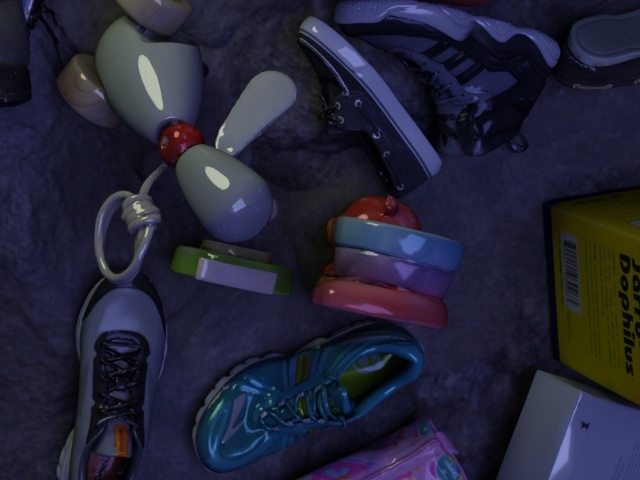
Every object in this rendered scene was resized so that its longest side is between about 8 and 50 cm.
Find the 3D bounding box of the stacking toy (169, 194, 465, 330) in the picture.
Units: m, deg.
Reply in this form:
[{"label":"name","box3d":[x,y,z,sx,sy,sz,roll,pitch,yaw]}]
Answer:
[{"label":"stacking toy","box3d":[0.000,0.000,1.846,0.280,0.309,0.130,12,88,-9]}]

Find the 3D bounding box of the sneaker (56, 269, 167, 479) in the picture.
[{"label":"sneaker","box3d":[-0.211,0.166,1.891,0.100,0.108,0.271,6,97,-17]}]

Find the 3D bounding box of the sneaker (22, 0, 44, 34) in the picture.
[{"label":"sneaker","box3d":[-0.313,-0.273,1.810,0.073,0.063,0.162,8,95,0]}]

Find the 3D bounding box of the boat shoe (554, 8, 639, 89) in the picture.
[{"label":"boat shoe","box3d":[0.365,-0.216,2.030,0.228,0.068,0.081,-8,58,-26]}]

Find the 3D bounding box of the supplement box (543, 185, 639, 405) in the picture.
[{"label":"supplement box","box3d":[0.404,0.064,1.939,0.194,0.356,0.195,-9,102,-16]}]

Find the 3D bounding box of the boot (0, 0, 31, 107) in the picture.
[{"label":"boot","box3d":[-0.442,-0.239,1.740,0.338,0.118,0.222,-2,92,-11]}]

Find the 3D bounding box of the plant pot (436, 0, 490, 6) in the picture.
[{"label":"plant pot","box3d":[0.089,-0.369,1.820,0.243,0.275,0.275,20,94,-29]}]

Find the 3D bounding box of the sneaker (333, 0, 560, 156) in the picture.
[{"label":"sneaker","box3d":[0.129,-0.171,1.933,0.269,0.101,0.153,10,93,-26]}]

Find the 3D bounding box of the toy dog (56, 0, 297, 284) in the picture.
[{"label":"toy dog","box3d":[-0.126,-0.117,1.789,0.161,0.220,0.333,12,54,-47]}]

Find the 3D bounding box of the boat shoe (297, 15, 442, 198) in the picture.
[{"label":"boat shoe","box3d":[0.038,-0.137,1.936,0.076,0.080,0.228,-44,117,-8]}]

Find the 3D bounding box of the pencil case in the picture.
[{"label":"pencil case","box3d":[0.023,0.301,1.984,0.284,0.124,0.124,-24,106,-13]}]

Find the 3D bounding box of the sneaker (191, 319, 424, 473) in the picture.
[{"label":"sneaker","box3d":[-0.013,0.167,1.954,0.275,0.110,0.107,-28,108,-11]}]

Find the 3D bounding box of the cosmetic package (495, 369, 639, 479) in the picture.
[{"label":"cosmetic package","box3d":[0.314,0.365,2.082,0.284,0.097,0.377,18,94,-33]}]
